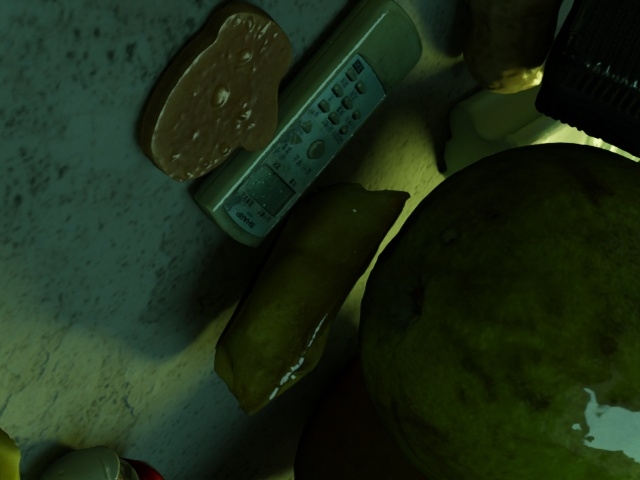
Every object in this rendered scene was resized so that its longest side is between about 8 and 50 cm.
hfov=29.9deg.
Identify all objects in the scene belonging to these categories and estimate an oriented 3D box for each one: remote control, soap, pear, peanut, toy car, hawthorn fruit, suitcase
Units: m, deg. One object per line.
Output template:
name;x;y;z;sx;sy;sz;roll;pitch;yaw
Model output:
remote control;-0.007;-0.098;0.989;0.233;0.038;0.098;-48;150;-1
soap;0.261;-0.120;1.271;0.290;0.095;0.172;-32;145;-29
pear;0.212;0.093;1.061;0.413;0.352;0.352;20;108;-37
peanut;0.173;-0.209;1.046;0.099;0.099;0.214;-39;153;-19
toy car;-0.205;0.237;1.050;0.139;0.112;0.112;-34;133;-9
hawthorn fruit;0.121;0.220;1.306;0.268;0.268;0.300;17;95;-59
suitcase;0.349;-0.224;1.025;0.335;0.230;0.152;-63;174;-14

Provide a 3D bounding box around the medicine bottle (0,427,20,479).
medicine bottle;-0.289;0.229;0.900;0.124;0.124;0.238;-24;141;-39

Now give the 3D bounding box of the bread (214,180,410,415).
bread;-0.017;0.041;1.047;0.233;0.088;0.161;-60;180;-7

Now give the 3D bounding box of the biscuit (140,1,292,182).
biscuit;-0.073;-0.104;0.895;0.140;0.023;0.118;-51;142;-2
